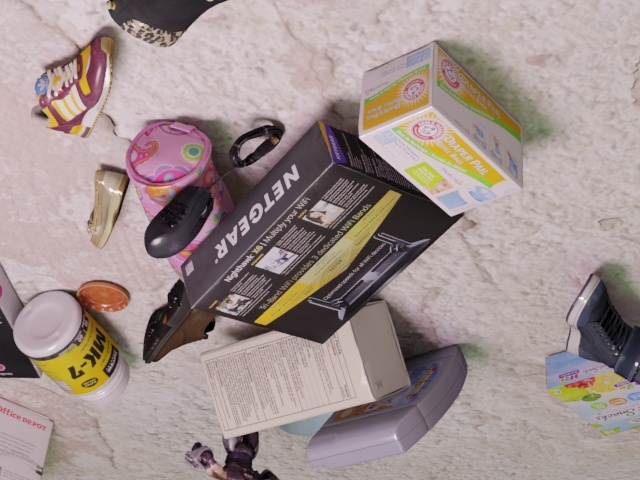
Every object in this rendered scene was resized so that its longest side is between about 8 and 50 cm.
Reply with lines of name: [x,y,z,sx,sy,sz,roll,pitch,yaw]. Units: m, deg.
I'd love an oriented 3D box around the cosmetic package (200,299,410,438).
cosmetic package: [-0.026,0.206,2.094,0.296,0.153,0.129,-17,176,32]

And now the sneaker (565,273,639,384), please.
sneaker: [0.454,0.139,1.968,0.163,0.086,0.226,28,162,22]

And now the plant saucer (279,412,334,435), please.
plant saucer: [0.015,0.284,2.312,0.195,0.037,0.195,-10,147,-7]

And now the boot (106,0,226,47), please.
boot: [-0.200,-0.307,1.433,0.236,0.085,0.178,26,143,-30]

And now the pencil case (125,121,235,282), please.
pencil case: [-0.175,-0.041,1.804,0.124,0.124,0.284,-3,146,11]

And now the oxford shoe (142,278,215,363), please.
oxford shoe: [-0.223,0.145,2.121,0.096,0.083,0.227,16,146,-24]

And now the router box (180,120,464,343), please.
router box: [0.000,0.000,1.765,0.243,0.081,0.309,19,128,-39]

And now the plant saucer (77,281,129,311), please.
plant saucer: [-0.348,0.089,2.111,0.083,0.013,0.083,3,147,2]

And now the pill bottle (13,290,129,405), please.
pill bottle: [-0.404,0.183,2.165,0.119,0.119,0.208,-8,145,18]

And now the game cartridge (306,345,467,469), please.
game cartridge: [0.120,0.261,2.100,0.198,0.297,0.062,-24,99,32]

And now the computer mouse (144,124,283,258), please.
computer mouse: [-0.130,-0.062,1.685,0.041,0.242,0.071,34,162,33]

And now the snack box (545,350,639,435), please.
snack box: [0.500,0.240,2.180,0.174,0.070,0.207,-22,140,32]

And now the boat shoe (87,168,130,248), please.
boat shoe: [-0.310,-0.046,1.870,0.048,0.056,0.153,21,143,-7]

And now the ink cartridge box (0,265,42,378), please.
ink cartridge box: [-0.580,0.112,2.137,0.176,0.069,0.371,0,144,7]

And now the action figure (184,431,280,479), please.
action figure: [-0.137,0.357,2.241,0.099,0.285,0.185,-22,138,35]

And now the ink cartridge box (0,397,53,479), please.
ink cartridge box: [-0.601,0.414,2.463,0.148,0.203,0.086,32,140,-34]

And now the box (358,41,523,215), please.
box: [0.152,-0.135,1.629,0.114,0.103,0.203,-22,138,34]

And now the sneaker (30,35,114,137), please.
sneaker: [-0.310,-0.191,1.634,0.084,0.069,0.185,11,146,-18]
